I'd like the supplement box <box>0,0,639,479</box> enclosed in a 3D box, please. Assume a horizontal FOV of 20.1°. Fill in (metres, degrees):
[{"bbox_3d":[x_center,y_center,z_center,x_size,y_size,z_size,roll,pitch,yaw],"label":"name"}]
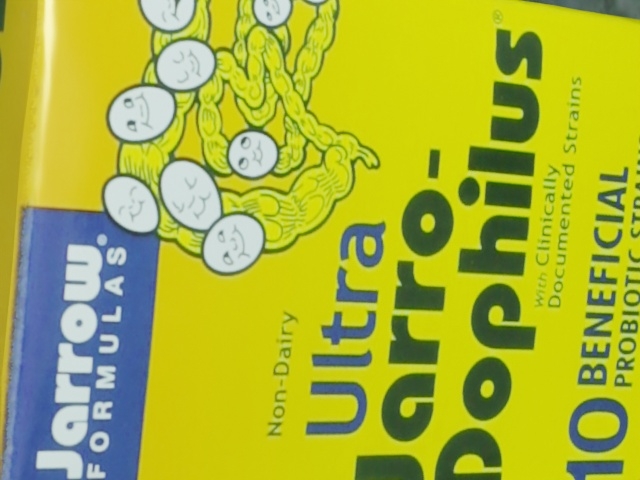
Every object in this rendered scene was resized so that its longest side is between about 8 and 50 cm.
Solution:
[{"bbox_3d":[0.000,0.000,0.716,0.356,0.195,0.194,3,92,-35],"label":"supplement box"}]
